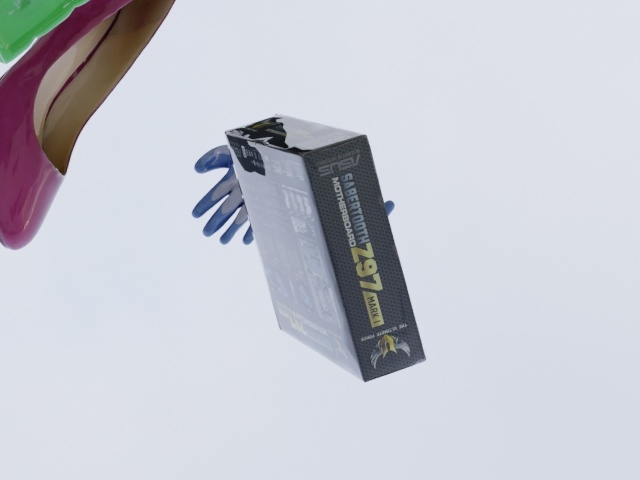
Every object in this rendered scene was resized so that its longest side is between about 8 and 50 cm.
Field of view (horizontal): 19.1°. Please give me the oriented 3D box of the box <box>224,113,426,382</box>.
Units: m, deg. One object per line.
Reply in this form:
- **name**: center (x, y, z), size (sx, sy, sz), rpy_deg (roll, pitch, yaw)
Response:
- **box**: center (0.000, 0.000, 1.512), size (0.059, 0.183, 0.232), rpy_deg (-18, -168, -14)

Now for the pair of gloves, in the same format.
- **pair of gloves**: center (-0.025, -0.029, 1.789), size (0.198, 0.023, 0.159), rpy_deg (40, -122, -6)

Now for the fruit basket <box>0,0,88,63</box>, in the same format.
- **fruit basket**: center (-0.362, -0.350, 1.959), size (0.327, 0.165, 0.353), rpy_deg (-39, -125, -10)

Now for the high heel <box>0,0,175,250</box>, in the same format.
- **high heel**: center (-0.258, -0.165, 2.088), size (0.181, 0.127, 0.377), rpy_deg (-2, -114, 17)
